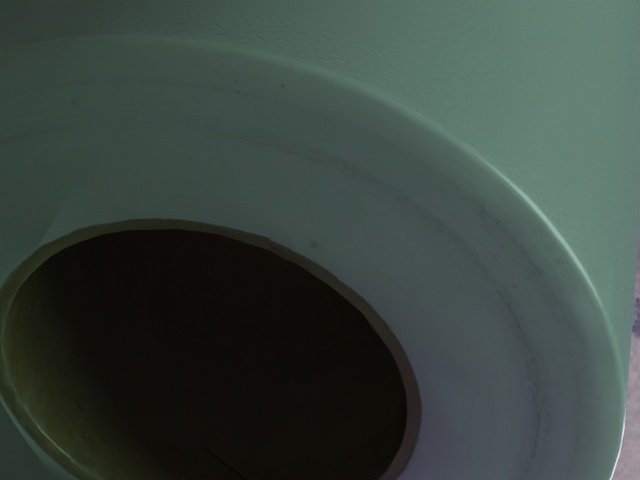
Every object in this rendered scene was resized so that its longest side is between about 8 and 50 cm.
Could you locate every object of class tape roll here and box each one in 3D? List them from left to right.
[{"bbox_3d":[-0.018,-0.011,0.535,0.169,0.246,0.246,-73,159,-47],"label":"tape roll"}]
